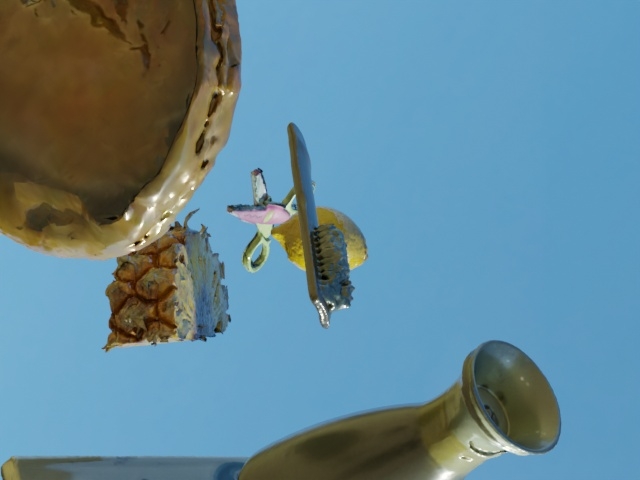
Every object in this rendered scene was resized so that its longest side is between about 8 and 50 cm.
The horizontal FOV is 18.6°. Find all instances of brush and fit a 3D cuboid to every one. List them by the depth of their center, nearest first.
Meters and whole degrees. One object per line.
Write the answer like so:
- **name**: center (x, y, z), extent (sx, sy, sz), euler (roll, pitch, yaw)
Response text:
- **brush**: center (0.000, -0.016, 1.305), extent (0.028, 0.034, 0.190), euler (-18, -141, 7)

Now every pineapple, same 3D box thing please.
- **pineapple**: center (-0.153, 0.037, 1.952), extent (0.079, 0.233, 0.135), euler (-3, -88, 12)

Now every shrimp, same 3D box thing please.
- **shrimp**: center (-0.121, -0.093, 0.649), extent (0.262, 0.066, 0.117), euler (43, -83, 24)

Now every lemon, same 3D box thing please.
- **lemon**: center (0.000, 0.000, 1.771), extent (0.065, 0.092, 0.065), euler (-166, -90, -83)

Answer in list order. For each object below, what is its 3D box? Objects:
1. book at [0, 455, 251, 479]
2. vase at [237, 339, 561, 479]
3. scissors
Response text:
- **book**: center (-0.132, 0.333, 1.978), extent (0.043, 0.371, 0.260), euler (-42, -121, 33)
- **vase**: center (0.080, 0.219, 1.915), extent (0.321, 0.173, 0.173), euler (-35, -135, 34)
- **scissors**: center (-0.064, -0.034, 2.272), extent (0.020, 0.187, 0.133), euler (35, -94, 20)
